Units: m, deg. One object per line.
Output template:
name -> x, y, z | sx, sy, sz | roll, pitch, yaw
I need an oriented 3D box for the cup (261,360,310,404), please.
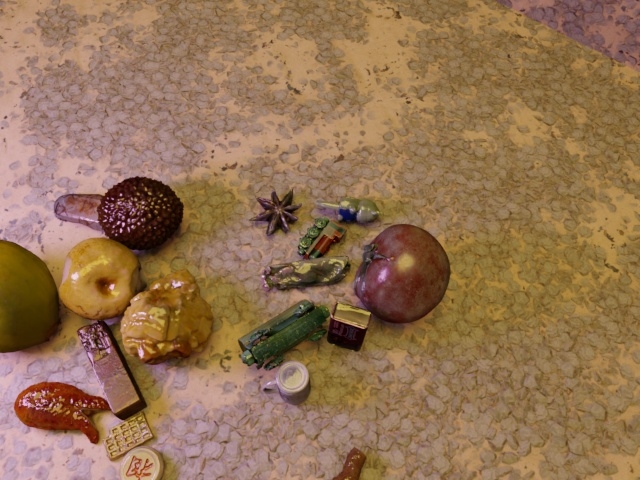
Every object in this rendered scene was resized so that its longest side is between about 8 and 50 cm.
cup -> -0.094, 0.434, 1.626 | 0.136, 0.133, 0.099 | -34, 65, -18

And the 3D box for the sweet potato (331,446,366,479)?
sweet potato -> 0.035, 0.710, 1.524 | 0.281, 0.067, 0.059 | -48, 117, -23

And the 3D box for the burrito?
burrito -> -0.045, 0.109, 1.833 | 0.310, 0.066, 0.095 | -8, 99, -9

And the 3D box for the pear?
pear -> -0.685, 0.118, 1.704 | 0.272, 0.271, 0.270 | 1, 62, -2

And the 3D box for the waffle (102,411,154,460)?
waffle -> -0.564, 0.569, 1.596 | 0.135, 0.021, 0.092 | -25, 67, -16

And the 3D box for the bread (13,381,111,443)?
bread -> -0.748, 0.489, 1.590 | 0.269, 0.095, 0.139 | 15, 70, 1

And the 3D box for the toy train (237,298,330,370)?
toy train -> -0.113, 0.294, 1.688 | 0.308, 0.189, 0.126 | -30, 90, -22

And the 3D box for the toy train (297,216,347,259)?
toy train -> 0.000, 0.000, 1.900 | 0.118, 0.074, 0.175 | 33, 65, 8

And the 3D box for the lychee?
lychee -> -0.588, -0.094, 1.809 | 0.268, 0.267, 0.267 | 1, 62, -2

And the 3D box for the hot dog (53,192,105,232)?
hot dog -> -0.817, -0.104, 1.921 | 0.253, 0.069, 0.131 | 11, 71, 6

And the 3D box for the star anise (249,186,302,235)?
star anise -> -0.159, -0.102, 1.949 | 0.181, 0.061, 0.204 | 6, 65, -5

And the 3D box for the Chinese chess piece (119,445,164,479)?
Chinese chess piece -> -0.503, 0.643, 1.542 | 0.122, 0.051, 0.122 | 1, 62, -2

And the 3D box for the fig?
fig -> -0.947, 0.177, 1.632 | 0.344, 0.343, 0.343 | 1, 62, -2

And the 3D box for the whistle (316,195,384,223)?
whistle -> 0.105, -0.110, 1.948 | 0.245, 0.110, 0.091 | 8, 96, 0

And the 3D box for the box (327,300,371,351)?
box -> 0.084, 0.265, 1.674 | 0.120, 0.224, 0.068 | 18, 61, 5

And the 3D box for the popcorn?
popcorn -> -0.454, 0.230, 1.672 | 0.265, 0.225, 0.332 | 17, 46, -8

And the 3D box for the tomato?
tomato -> 0.251, 0.101, 1.721 | 0.283, 0.316, 0.316 | 25, 62, -10

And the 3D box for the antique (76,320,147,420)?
antique -> -0.634, 0.382, 1.652 | 0.088, 0.093, 0.309 | -28, 66, -17
